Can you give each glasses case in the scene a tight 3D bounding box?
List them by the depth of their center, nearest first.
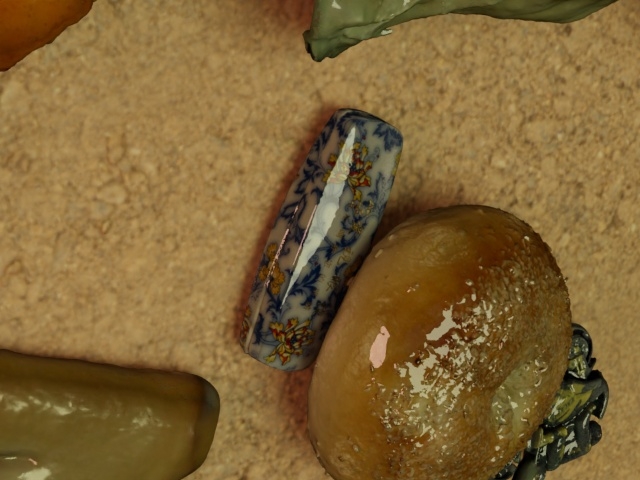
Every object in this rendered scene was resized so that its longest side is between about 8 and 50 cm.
[{"bbox_3d":[0.000,0.000,1.625,0.087,0.065,0.248,15,100,-39],"label":"glasses case"}]

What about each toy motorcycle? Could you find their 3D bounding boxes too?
[{"bbox_3d":[0.240,0.187,1.840,0.124,0.061,0.193,43,75,-28],"label":"toy motorcycle"}]

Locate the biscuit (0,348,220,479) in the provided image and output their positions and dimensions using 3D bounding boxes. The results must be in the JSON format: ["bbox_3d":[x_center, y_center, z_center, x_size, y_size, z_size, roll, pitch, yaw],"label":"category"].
[{"bbox_3d":[-0.238,0.214,1.562,0.290,0.062,0.237,13,101,-32],"label":"biscuit"}]

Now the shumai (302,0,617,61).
[{"bbox_3d":[0.121,-0.247,1.511,0.288,0.292,0.330,-57,146,8],"label":"shumai"}]

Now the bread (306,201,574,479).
[{"bbox_3d":[0.124,0.117,1.666,0.305,0.159,0.305,-31,135,-37],"label":"bread"}]

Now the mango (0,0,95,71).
[{"bbox_3d":[-0.267,-0.292,1.290,0.199,0.201,0.350,-45,117,-47],"label":"mango"}]
